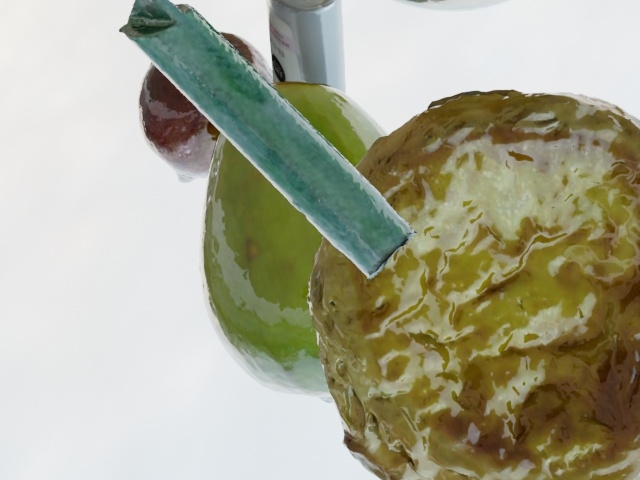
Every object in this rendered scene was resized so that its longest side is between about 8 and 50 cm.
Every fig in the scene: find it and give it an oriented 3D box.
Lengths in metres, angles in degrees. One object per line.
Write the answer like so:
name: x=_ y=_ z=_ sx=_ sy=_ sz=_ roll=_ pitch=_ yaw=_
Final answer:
fig: x=-0.136 y=-0.129 z=1.753 sx=0.175 sy=0.175 sz=0.207 roll=-101 pitch=-152 yaw=-59
fig: x=0.000 y=0.000 z=1.491 sx=0.258 sy=0.326 sz=0.258 roll=-18 pitch=-179 yaw=0

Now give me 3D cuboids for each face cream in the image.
face cream: x=-0.011 y=-0.167 z=1.607 sx=0.073 sy=0.269 sz=0.107 roll=-18 pitch=-128 yaw=-12

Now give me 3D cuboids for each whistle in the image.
whistle: x=-0.029 y=-0.057 z=0.772 sx=0.039 sy=0.186 sz=0.039 roll=-45 pitch=176 yaw=-4

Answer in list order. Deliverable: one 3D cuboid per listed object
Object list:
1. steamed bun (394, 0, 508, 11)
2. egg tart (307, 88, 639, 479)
steamed bun: x=0.098 y=-0.348 z=1.251 sx=0.206 sy=0.324 sz=0.324 roll=8 pitch=-123 yaw=45
egg tart: x=0.148 y=0.044 z=1.182 sx=0.341 sy=0.341 sz=0.129 roll=-49 pitch=-176 yaw=-5
